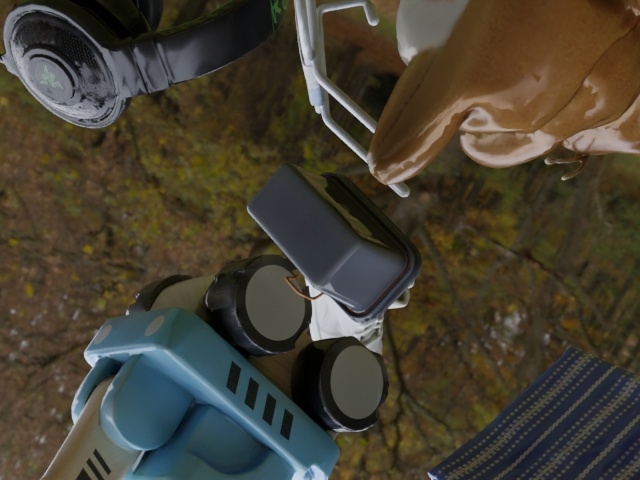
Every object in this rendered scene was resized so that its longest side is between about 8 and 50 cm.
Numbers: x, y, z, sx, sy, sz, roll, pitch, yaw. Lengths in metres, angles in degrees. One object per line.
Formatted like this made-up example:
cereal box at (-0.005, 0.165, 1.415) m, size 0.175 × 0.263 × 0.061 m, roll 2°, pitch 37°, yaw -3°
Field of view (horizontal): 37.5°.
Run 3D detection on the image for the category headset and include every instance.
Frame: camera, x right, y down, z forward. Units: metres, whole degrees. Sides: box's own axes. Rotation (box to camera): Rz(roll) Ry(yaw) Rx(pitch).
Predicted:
headset at (-0.230, -0.229, 0.886) m, size 0.394 × 0.185 × 0.243 m, roll -12°, pitch -142°, yaw 6°

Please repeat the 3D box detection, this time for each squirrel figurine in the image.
squirrel figurine at (0.283, -0.201, 0.889) m, size 0.370 × 0.397 × 0.281 m, roll 18°, pitch -128°, yaw -31°

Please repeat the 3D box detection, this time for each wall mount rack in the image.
wall mount rack at (0.043, -0.219, 1.268) m, size 0.131 × 0.304 × 0.350 m, roll -7°, pitch 172°, yaw 3°

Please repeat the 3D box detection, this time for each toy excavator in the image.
toy excavator at (-0.188, 0.205, 0.957) m, size 0.222 × 0.445 × 0.433 m, roll -13°, pitch 130°, yaw 47°

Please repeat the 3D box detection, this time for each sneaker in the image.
sneaker at (0.066, 0.105, 1.396) m, size 0.108 × 0.292 × 0.169 m, roll -30°, pitch -154°, yaw -30°

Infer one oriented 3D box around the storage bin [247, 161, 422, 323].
storage bin at (0.000, 0.000, 0.792) m, size 0.135 × 0.098 × 0.091 m, roll 48°, pitch -168°, yaw 30°

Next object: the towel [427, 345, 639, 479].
towel at (0.289, 0.224, 0.924) m, size 0.336 × 0.243 × 0.040 m, roll 22°, pitch 144°, yaw 56°
